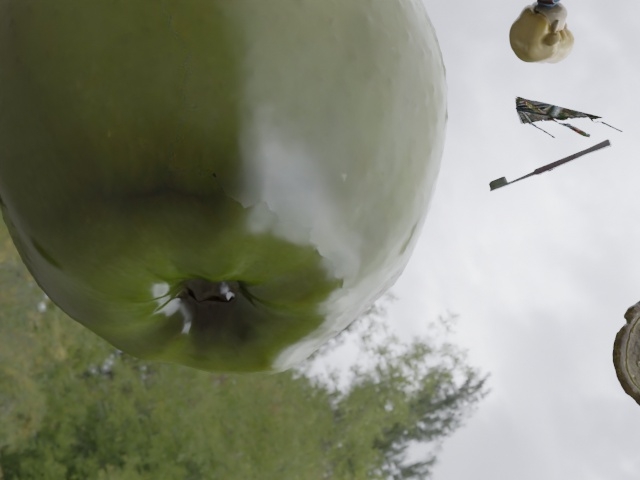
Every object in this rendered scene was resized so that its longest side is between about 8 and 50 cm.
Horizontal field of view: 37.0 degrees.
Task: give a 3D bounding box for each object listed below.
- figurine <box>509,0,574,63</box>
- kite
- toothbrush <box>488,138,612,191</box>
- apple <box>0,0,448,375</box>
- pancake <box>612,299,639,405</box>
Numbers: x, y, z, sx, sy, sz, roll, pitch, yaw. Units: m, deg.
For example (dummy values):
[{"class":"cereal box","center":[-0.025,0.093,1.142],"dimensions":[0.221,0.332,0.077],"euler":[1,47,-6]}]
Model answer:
[{"class":"figurine","center":[0.382,-0.394,1.608],"dimensions":[0.114,0.108,0.196],"euler":[32,-57,39]},{"class":"kite","center":[0.362,-0.190,1.491],"dimensions":[0.183,0.160,0.010],"euler":[6,-105,62]},{"class":"toothbrush","center":[0.343,-0.112,1.442],"dimensions":[0.194,0.014,0.017],"euler":[-20,-96,27]},{"class":"apple","center":[-0.097,-0.113,0.895],"dimensions":[0.473,0.473,0.474],"euler":[42,-40,50]},{"class":"pancake","center":[0.519,0.167,1.397],"dimensions":[0.021,0.199,0.199],"euler":[113,-43,-71]}]
